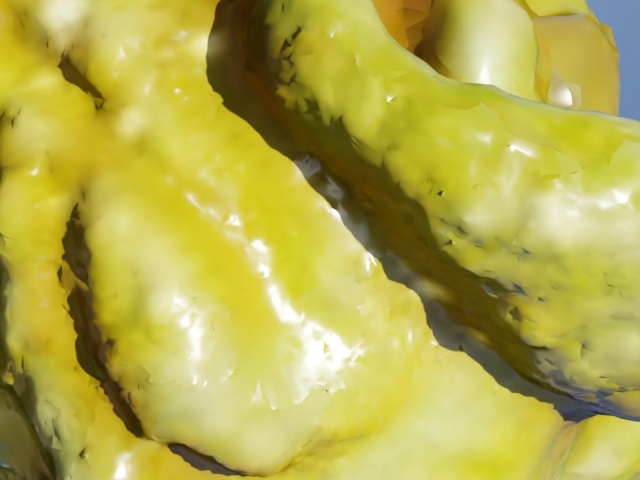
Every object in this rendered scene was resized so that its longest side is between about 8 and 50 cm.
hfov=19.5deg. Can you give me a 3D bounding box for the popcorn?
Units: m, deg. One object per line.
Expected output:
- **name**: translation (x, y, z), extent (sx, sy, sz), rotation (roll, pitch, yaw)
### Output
- **popcorn**: translation (-0.005, -0.008, 0.579), extent (0.325, 0.290, 0.321), rotation (22, -51, 44)
